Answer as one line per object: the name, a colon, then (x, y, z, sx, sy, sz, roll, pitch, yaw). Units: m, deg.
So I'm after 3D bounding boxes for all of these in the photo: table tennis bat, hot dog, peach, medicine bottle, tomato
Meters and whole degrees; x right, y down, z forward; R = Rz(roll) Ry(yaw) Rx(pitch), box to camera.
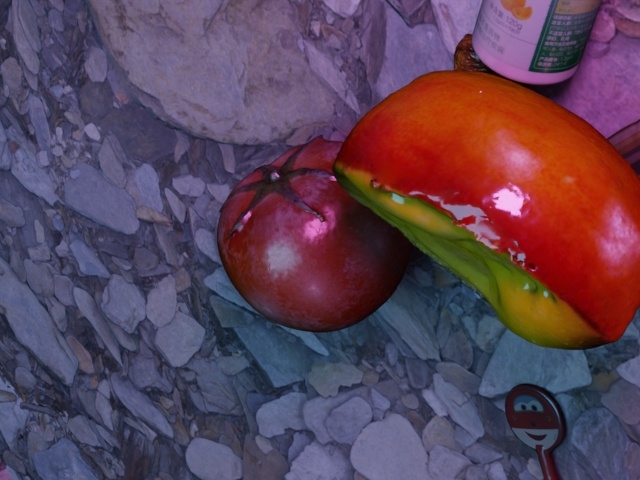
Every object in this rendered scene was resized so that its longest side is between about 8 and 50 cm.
table tennis bat: (0.302, 0.269, 2.151, 0.098, 0.019, 0.155, -4, 107, 46)
hot dog: (0.200, -0.191, 1.939, 0.099, 0.065, 0.147, 27, 126, 33)
peach: (0.221, -0.047, 1.762, 0.380, 0.242, 0.306, 42, 173, 11)
medicine bottle: (0.264, -0.318, 1.746, 0.133, 0.133, 0.274, 37, 134, 25)
tomato: (0.000, 0.000, 2.115, 0.265, 0.265, 0.265, 24, 129, 34)

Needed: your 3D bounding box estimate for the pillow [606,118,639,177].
pillow: (0.409, -0.047, 1.821, 0.212, 0.052, 0.208, 57, 146, 1)
